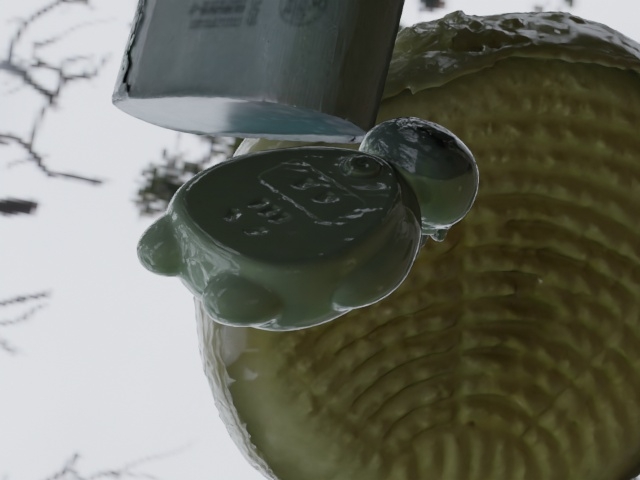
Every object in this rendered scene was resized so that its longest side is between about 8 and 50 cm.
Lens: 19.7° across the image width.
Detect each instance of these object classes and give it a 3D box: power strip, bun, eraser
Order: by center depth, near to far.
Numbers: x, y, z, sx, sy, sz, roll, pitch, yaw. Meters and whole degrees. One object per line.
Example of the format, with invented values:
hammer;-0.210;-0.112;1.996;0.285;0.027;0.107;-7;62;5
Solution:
power strip;0.000;0.000;0.405;0.083;0.055;0.035;-26;-44;-37
eraser;-0.020;-0.172;1.007;0.081;0.174;0.227;21;-101;-44
bun;0.087;0.012;1.208;0.364;0.202;0.364;-7;-65;-16
